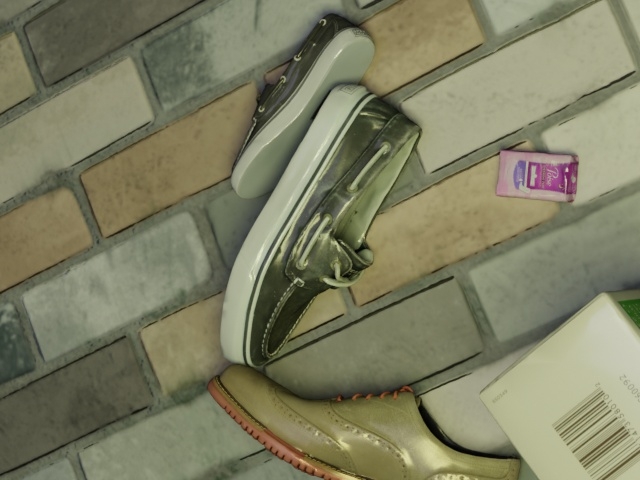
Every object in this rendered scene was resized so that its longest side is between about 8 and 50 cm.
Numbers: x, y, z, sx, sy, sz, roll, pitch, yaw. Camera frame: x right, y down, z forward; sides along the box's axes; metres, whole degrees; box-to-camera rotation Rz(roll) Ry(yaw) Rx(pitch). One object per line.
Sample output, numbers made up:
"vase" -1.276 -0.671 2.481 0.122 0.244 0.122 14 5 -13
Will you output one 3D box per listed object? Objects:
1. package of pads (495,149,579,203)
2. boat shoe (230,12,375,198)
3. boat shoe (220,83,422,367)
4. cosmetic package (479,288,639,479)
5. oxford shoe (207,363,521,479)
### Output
"package of pads" 0.225 -0.067 1.852 0.083 0.032 0.050 6 95 25
"boat shoe" -0.033 -0.152 1.952 0.228 0.080 0.076 -55 53 17
"boat shoe" 0.000 0.000 1.905 0.119 0.121 0.335 29 102 20
"cosmetic package" 0.309 0.159 1.628 0.155 0.365 0.197 -42 75 20
"oxford shoe" 0.048 0.202 1.885 0.348 0.123 0.130 27 95 9
